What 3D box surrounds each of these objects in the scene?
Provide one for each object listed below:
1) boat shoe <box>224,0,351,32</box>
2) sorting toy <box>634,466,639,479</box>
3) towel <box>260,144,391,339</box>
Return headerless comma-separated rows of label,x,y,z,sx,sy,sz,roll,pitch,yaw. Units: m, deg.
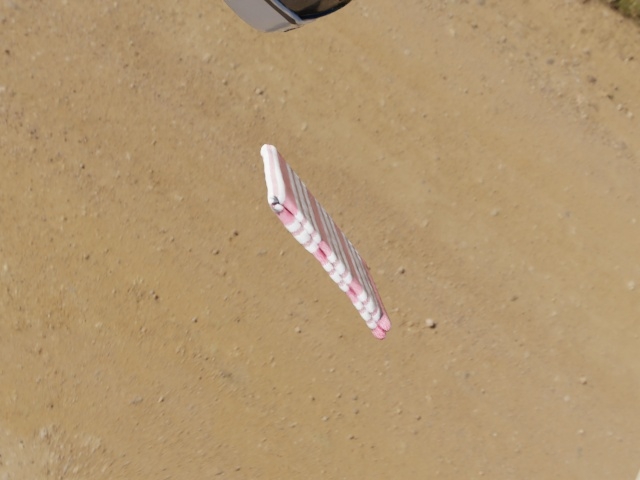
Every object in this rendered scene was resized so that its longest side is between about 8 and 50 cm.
boat shoe,-0.069,-0.223,0.358,0.306,0.105,0.113,41,55,-42
sorting toy,0.266,0.149,0.436,0.041,0.229,0.307,28,82,-6
towel,0.000,0.000,0.720,0.029,0.144,0.197,-35,114,8
